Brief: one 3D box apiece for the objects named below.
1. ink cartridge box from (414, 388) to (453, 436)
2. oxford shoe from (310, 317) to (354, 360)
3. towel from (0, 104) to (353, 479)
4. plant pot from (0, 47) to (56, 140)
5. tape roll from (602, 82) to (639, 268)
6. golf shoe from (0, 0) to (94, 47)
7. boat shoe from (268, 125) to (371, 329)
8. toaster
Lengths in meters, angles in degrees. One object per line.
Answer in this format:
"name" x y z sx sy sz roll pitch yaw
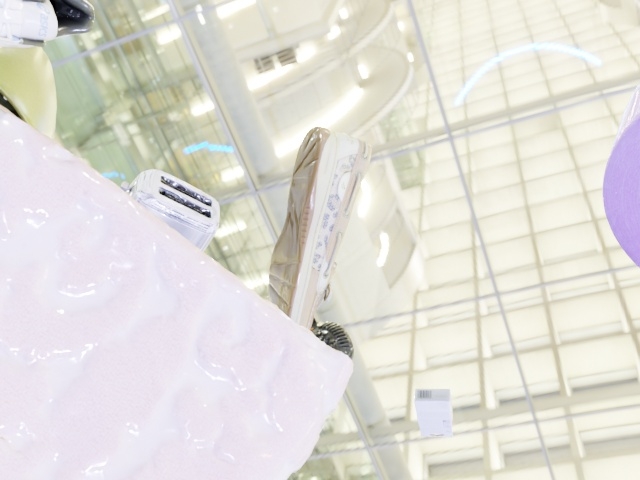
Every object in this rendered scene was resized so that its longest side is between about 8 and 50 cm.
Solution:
"ink cartridge box" 0.205 0.310 1.341 0.062 0.115 0.029 -2 -136 13
"oxford shoe" 0.001 0.190 1.267 0.082 0.096 0.227 -22 -165 -19
"towel" -0.188 0.101 0.317 0.332 0.317 0.053 -54 -167 -16
"plant pot" -0.482 -0.184 1.033 0.274 0.275 0.294 -18 -149 10
"tape roll" 0.407 -0.058 0.679 0.274 0.275 0.090 -1 -141 36
"golf shoe" -0.199 -0.143 0.437 0.086 0.069 0.176 20 -156 8
"boat shoe" 0.000 0.000 0.972 0.089 0.285 0.104 10 -172 -25
"toaster" -0.291 -0.030 1.427 0.146 0.227 0.129 -50 -155 27
